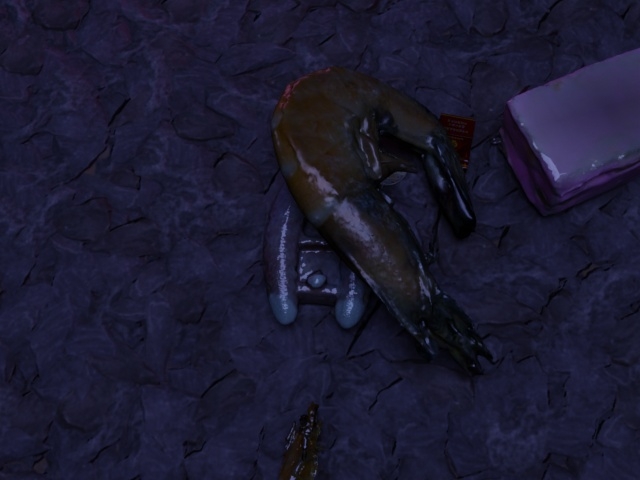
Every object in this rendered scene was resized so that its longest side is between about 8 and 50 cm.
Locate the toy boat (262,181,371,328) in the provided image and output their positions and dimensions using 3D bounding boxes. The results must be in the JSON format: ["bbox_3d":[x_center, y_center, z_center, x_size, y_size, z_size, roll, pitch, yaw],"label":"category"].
[{"bbox_3d":[0.000,0.000,0.994,0.155,0.085,0.227,3,70,3],"label":"toy boat"}]

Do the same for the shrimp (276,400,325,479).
[{"bbox_3d":[0.007,0.293,0.915,0.124,0.034,0.178,15,73,4],"label":"shrimp"}]

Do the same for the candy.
[{"bbox_3d":[0.386,-0.152,1.028,0.265,0.116,0.155,-22,68,-8],"label":"candy"}]

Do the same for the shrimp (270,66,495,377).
[{"bbox_3d":[0.109,-0.034,0.972,0.272,0.085,0.445,-23,79,-34],"label":"shrimp"}]

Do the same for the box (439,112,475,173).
[{"bbox_3d":[0.188,-0.137,1.073,0.051,0.023,0.082,10,70,6],"label":"box"}]

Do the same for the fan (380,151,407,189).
[{"bbox_3d":[0.098,-0.093,1.069,0.060,0.003,0.080,-14,70,-3],"label":"fan"}]
